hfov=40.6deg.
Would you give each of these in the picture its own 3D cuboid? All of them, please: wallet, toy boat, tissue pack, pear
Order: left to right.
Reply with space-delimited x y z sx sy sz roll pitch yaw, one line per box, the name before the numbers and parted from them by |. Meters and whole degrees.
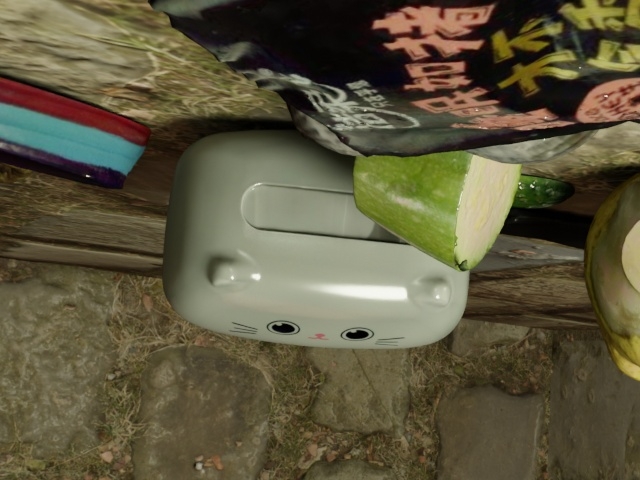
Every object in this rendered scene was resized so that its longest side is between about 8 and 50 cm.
toy boat | -0.342 -0.129 0.845 0.392 0.080 0.136 16 168 -40
tissue pack | 0.000 0.000 0.938 0.332 0.230 0.236 6 171 -9
tissue pack | 0.109 -0.137 0.407 0.332 0.123 0.245 -5 162 32
wallet | 0.378 -0.013 1.308 0.285 0.030 0.146 9 173 -17
pear | 0.421 0.045 0.958 0.271 0.271 0.271 5 171 1

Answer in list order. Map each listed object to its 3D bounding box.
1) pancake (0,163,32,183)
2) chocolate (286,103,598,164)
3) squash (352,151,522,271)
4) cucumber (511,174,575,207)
pancake | -0.495 -0.109 1.159 0.211 0.029 0.235 4 173 -1
chocolate | 0.090 -0.108 0.624 0.248 0.110 0.110 4 172 29
squash | 0.103 -0.063 0.753 0.122 0.170 0.170 14 174 18
cucumber | 0.266 -0.056 1.074 0.107 0.035 0.067 6 170 -17
